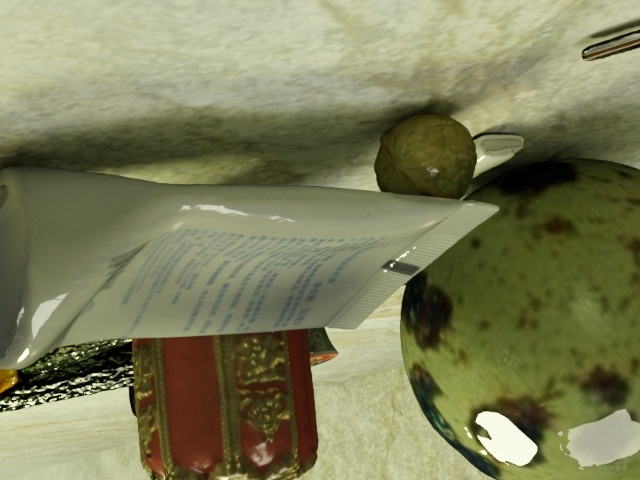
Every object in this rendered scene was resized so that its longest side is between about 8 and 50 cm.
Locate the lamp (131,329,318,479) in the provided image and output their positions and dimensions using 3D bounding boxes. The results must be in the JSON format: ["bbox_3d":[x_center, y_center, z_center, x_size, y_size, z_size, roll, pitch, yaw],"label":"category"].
[{"bbox_3d":[-0.092,0.119,1.145,0.177,0.274,0.177,-4,170,-1],"label":"lamp"}]

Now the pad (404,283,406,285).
[{"bbox_3d":[0.220,0.031,1.784,0.243,0.004,0.164,-13,169,-4],"label":"pad"}]

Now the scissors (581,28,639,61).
[{"bbox_3d":[0.342,-0.176,0.863,0.317,0.024,0.160,-16,169,12],"label":"scissors"}]

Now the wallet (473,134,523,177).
[{"bbox_3d":[0.130,-0.068,1.140,0.061,0.025,0.122,-13,171,-41],"label":"wallet"}]

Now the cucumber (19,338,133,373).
[{"bbox_3d":[-0.288,0.112,1.417,0.067,0.068,0.293,-3,166,-44],"label":"cucumber"}]

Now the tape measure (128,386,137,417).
[{"bbox_3d":[-0.193,0.221,1.903,0.202,0.135,0.223,-10,171,38],"label":"tape measure"}]

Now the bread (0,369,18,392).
[{"bbox_3d":[-0.464,0.170,1.424,0.245,0.094,0.102,-19,173,22],"label":"bread"}]

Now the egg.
[{"bbox_3d":[0.250,0.089,1.256,0.345,0.345,0.428,-12,-179,-9],"label":"egg"}]

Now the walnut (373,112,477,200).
[{"bbox_3d":[0.085,-0.062,0.976,0.092,0.092,0.092,-13,169,-3],"label":"walnut"}]

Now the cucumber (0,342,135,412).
[{"bbox_3d":[-0.366,0.194,1.699,0.300,0.072,0.072,-13,169,-5],"label":"cucumber"}]

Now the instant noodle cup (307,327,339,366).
[{"bbox_3d":[-0.056,0.078,1.340,0.127,0.136,0.127,-14,169,-3],"label":"instant noodle cup"}]

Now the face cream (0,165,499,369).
[{"bbox_3d":[-0.091,0.024,0.928,0.420,0.137,0.235,2,149,-31],"label":"face cream"}]
